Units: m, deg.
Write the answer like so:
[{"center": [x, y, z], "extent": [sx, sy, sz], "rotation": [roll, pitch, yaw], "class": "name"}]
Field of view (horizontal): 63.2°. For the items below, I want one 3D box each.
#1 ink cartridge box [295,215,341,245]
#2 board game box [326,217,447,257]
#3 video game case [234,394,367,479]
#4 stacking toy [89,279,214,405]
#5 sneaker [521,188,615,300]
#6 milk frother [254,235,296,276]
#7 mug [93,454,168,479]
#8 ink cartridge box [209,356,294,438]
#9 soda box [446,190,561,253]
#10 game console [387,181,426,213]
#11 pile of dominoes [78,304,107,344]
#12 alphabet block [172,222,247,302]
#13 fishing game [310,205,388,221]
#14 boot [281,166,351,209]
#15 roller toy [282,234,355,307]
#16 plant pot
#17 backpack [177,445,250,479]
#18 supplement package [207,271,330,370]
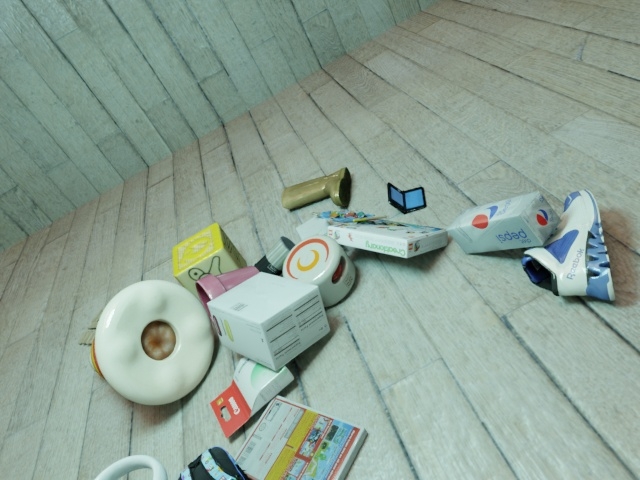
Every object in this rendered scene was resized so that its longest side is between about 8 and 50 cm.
[{"center": [0.000, 0.000, 1.736], "extent": [0.109, 0.062, 0.209], "rotation": [-30, 34, -1], "class": "ink cartridge box"}, {"center": [0.192, -0.014, 1.535], "extent": [0.193, 0.053, 0.305], "rotation": [-13, 17, -42], "class": "board game box"}, {"center": [-0.055, 0.480, 1.194], "extent": [0.285, 0.025, 0.204], "rotation": [5, 47, 41], "class": "video game case"}, {"center": [-0.585, 0.331, 1.612], "extent": [0.479, 0.350, 0.351], "rotation": [-21, 31, 46], "class": "stacking toy"}, {"center": [0.570, 0.013, 1.230], "extent": [0.182, 0.127, 0.316], "rotation": [-9, 41, 25], "class": "sneaker"}, {"center": [-0.133, 0.053, 1.698], "extent": [0.135, 0.129, 0.143], "rotation": [-44, 38, 15], "class": "milk frother"}, {"center": [-0.444, 0.624, 1.080], "extent": [0.328, 0.276, 0.374], "rotation": [-20, 31, 17], "class": "mug"}, {"center": [-0.196, 0.385, 1.380], "extent": [0.224, 0.056, 0.181], "rotation": [-37, 26, -12], "class": "ink cartridge box"}, {"center": [0.451, -0.038, 1.314], "extent": [0.091, 0.098, 0.286], "rotation": [-45, 11, -19], "class": "soda box"}, {"center": [0.282, -0.151, 1.714], "extent": [0.071, 0.107, 0.122], "rotation": [-45, 23, 32], "class": "game console"}, {"center": [-0.802, 0.322, 1.976], "extent": [0.251, 0.040, 0.196], "rotation": [-12, 38, 39], "class": "pile of dominoes"}, {"center": [-0.371, 0.093, 1.778], "extent": [0.192, 0.197, 0.193], "rotation": [-30, 34, -1], "class": "alphabet block"}, {"center": [0.081, -0.089, 1.686], "extent": [0.189, 0.041, 0.264], "rotation": [-6, 10, -27], "class": "fishing game"}, {"center": [-0.022, -0.166, 1.955], "extent": [0.269, 0.089, 0.236], "rotation": [-16, 26, 20], "class": "boot"}, {"center": [0.000, 0.096, 1.539], "extent": [0.191, 0.146, 0.209], "rotation": [-32, 42, 9], "class": "roller toy"}, {"center": [-0.263, 0.174, 1.617], "extent": [0.180, 0.201, 0.201], "rotation": [-27, 30, -24], "class": "plant pot"}, {"center": [-0.232, 0.556, 1.148], "extent": [0.158, 0.117, 0.173], "rotation": [-41, 36, -14], "class": "backpack"}, {"center": [-0.145, 0.211, 1.428], "extent": [0.204, 0.145, 0.261], "rotation": [-30, 24, -35], "class": "supplement package"}]
